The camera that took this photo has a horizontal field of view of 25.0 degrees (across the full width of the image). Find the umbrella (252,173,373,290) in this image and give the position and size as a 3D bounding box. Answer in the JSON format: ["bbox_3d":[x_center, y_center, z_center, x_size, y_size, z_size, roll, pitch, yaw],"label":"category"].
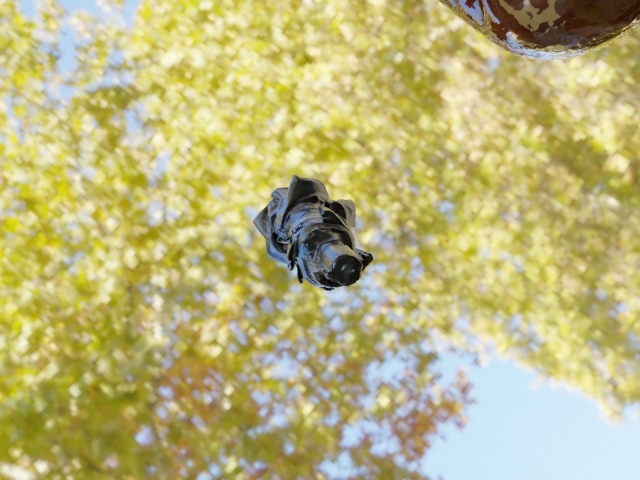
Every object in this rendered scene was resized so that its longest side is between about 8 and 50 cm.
[{"bbox_3d":[0.000,0.000,1.559,0.118,0.340,0.118,-1,-81,-7],"label":"umbrella"}]

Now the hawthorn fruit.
[{"bbox_3d":[0.230,-0.317,1.343,0.298,0.277,0.277,-25,-42,-52],"label":"hawthorn fruit"}]
